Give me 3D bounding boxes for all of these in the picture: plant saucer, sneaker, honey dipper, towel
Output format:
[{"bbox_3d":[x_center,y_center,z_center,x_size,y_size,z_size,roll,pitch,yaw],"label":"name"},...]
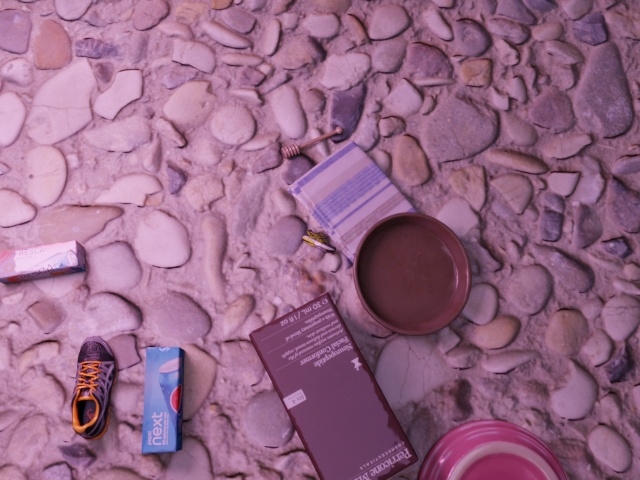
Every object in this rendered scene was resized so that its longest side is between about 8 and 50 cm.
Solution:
[{"bbox_3d":[0.363,0.537,1.214,0.332,0.084,0.332,1,74,-4],"label":"plant saucer"},{"bbox_3d":[0.204,0.075,1.339,0.277,0.041,0.278,2,79,-10],"label":"plant saucer"},{"bbox_3d":[0.000,0.000,1.372,0.083,0.031,0.035,24,74,4],"label":"sneaker"},{"bbox_3d":[-0.018,-0.241,1.441,0.160,0.030,0.030,-26,77,-11],"label":"honey dipper"},{"bbox_3d":[-0.473,0.302,1.237,0.084,0.083,0.215,-6,73,-3],"label":"sneaker"},{"bbox_3d":[0.087,-0.079,1.400,0.209,0.034,0.285,-39,82,-15],"label":"towel"}]

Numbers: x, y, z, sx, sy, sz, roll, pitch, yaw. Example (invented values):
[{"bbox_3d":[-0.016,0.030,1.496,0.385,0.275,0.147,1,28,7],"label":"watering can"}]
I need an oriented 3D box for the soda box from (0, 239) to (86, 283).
[{"bbox_3d":[-0.619,0.048,1.313,0.183,0.058,0.063,-10,75,-5],"label":"soda box"}]

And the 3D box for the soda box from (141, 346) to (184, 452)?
[{"bbox_3d":[-0.326,0.330,1.245,0.071,0.067,0.210,-1,75,-3],"label":"soda box"}]

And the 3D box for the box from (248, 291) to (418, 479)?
[{"bbox_3d":[0.017,0.320,1.230,0.191,0.143,0.381,-27,79,-10],"label":"box"}]
